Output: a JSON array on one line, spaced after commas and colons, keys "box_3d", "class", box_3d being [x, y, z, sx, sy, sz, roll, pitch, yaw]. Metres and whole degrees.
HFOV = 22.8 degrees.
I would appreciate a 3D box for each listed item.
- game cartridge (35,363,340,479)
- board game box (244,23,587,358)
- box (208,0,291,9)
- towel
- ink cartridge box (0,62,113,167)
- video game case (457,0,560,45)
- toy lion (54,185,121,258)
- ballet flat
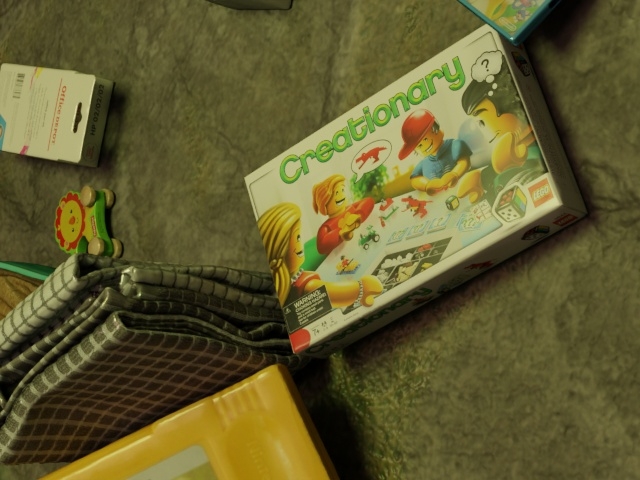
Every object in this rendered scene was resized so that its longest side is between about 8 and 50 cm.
[{"box_3d": [-0.118, 0.307, 1.466, 0.323, 0.052, 0.285, -27, 83, 11], "class": "game cartridge"}, {"box_3d": [0.078, -0.041, 1.456, 0.305, 0.053, 0.193, -31, 62, 28], "class": "board game box"}, {"box_3d": [-0.087, -0.297, 1.636, 0.087, 0.101, 0.102, 9, 89, 42], "class": "box"}, {"box_3d": [-0.171, 0.120, 1.516, 0.235, 0.283, 0.121, -38, 59, 34], "class": "towel"}, {"box_3d": [-0.303, -0.143, 1.833, 0.181, 0.061, 0.104, 12, 91, 43], "class": "ink cartridge box"}, {"box_3d": [0.191, -0.263, 1.402, 0.166, 0.015, 0.119, -47, 52, 3], "class": "video game case"}, {"box_3d": [-0.271, -0.012, 1.805, 0.096, 0.034, 0.100, -31, 63, 42], "class": "toy lion"}, {"box_3d": [-0.257, 0.091, 1.718, 0.342, 0.116, 0.124, 3, 89, 45], "class": "ballet flat"}]
